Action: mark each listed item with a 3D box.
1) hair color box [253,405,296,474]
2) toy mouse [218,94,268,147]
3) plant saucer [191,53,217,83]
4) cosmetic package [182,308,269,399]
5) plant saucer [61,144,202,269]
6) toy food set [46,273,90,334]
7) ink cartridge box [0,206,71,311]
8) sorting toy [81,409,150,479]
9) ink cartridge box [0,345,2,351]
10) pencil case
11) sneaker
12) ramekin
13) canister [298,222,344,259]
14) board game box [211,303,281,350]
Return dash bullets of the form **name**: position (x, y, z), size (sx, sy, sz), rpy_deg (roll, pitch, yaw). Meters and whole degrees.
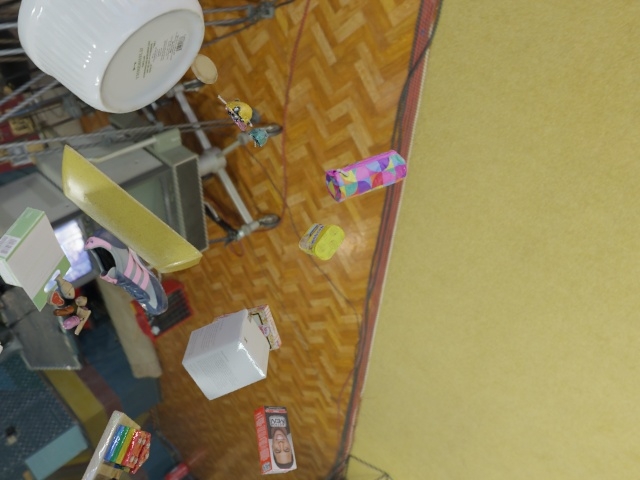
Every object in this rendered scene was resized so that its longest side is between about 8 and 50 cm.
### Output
- **hair color box**: position (-0.105, 0.454, 1.215), size (0.043, 0.072, 0.141), rpy_deg (-38, 51, 34)
- **toy mouse**: position (-0.147, -0.239, 1.087), size (0.161, 0.031, 0.143), rpy_deg (44, 173, 30)
- **plant saucer**: position (-0.306, -0.459, 1.418), size (0.084, 0.015, 0.083), rpy_deg (20, 140, 18)
- **cosmetic package**: position (-0.260, 0.318, 1.498), size (0.184, 0.151, 0.151), rpy_deg (-23, 114, 10)
- **plant saucer**: position (-0.417, -0.034, 1.166), size (0.333, 0.081, 0.333), rpy_deg (40, 167, -8)
- **toy food set**: position (-0.483, 0.129, 1.028), size (0.019, 0.077, 0.122), rpy_deg (2, 141, 18)
- **ink cartridge box**: position (-0.760, 0.053, 1.410), size (0.056, 0.171, 0.235), rpy_deg (14, 141, 5)
- **sorting toy**: position (-0.539, 0.614, 1.422), size (0.090, 0.257, 0.255), rpy_deg (17, 152, 2)
- **ink cartridge box**: position (-0.637, 0.233, 0.839), size (0.093, 0.219, 0.160), rpy_deg (-2, 143, 16)
- **pencil case**: position (0.129, -0.186, 1.522), size (0.104, 0.236, 0.104), rpy_deg (56, 158, 37)
- **sneaker**: position (-0.577, 0.110, 1.566), size (0.112, 0.131, 0.319), rpy_deg (-19, 109, 32)
- **ramekin**: position (-0.239, -0.253, 0.648), size (0.109, 0.207, 0.207), rpy_deg (45, 144, 3)
- **canister**: position (0.000, 0.000, 1.874), size (0.073, 0.126, 0.170), rpy_deg (40, 170, -21)
- **board game box**: position (-0.242, 0.302, 1.745), size (0.194, 0.045, 0.146), rpy_deg (-14, 102, 15)
